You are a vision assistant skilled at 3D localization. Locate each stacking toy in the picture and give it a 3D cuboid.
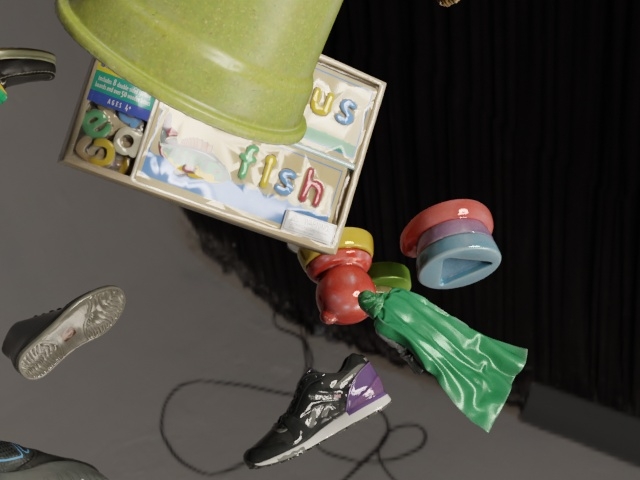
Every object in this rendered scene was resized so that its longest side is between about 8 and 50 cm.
[{"bbox_3d":[0.141,0.073,1.566,0.308,0.279,0.130,-16,62,5],"label":"stacking toy"}]

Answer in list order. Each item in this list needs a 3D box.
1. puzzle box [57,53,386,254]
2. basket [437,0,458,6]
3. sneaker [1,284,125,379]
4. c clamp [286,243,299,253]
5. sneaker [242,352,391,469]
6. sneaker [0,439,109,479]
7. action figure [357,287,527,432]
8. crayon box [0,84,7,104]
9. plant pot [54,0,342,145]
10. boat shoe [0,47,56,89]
[{"bbox_3d":[-0.124,-0.167,1.367,0.408,0.272,0.052,19,-8,-21],"label":"puzzle box"},{"bbox_3d":[0.306,-0.581,1.723,0.213,0.223,0.299,-3,42,11],"label":"basket"},{"bbox_3d":[-0.453,0.139,1.716,0.222,0.083,0.118,-38,35,-23],"label":"sneaker"},{"bbox_3d":[0.000,0.000,2.119,0.160,0.022,0.137,19,33,23],"label":"c clamp"},{"bbox_3d":[-0.024,0.294,1.724,0.283,0.124,0.107,-25,-5,-21],"label":"sneaker"},{"bbox_3d":[-0.318,0.218,0.924,0.125,0.341,0.139,-45,66,1],"label":"sneaker"},{"bbox_3d":[0.146,0.134,1.288,0.232,0.063,0.137,36,55,-2],"label":"action figure"},{"bbox_3d":[-0.357,-0.207,0.707,0.081,0.165,0.278,-38,70,-2],"label":"crayon box"},{"bbox_3d":[-0.074,-0.272,0.940,0.276,0.254,0.276,28,21,-11],"label":"plant pot"},{"bbox_3d":[-0.399,-0.171,1.098,0.223,0.073,0.080,-13,2,-39],"label":"boat shoe"}]
